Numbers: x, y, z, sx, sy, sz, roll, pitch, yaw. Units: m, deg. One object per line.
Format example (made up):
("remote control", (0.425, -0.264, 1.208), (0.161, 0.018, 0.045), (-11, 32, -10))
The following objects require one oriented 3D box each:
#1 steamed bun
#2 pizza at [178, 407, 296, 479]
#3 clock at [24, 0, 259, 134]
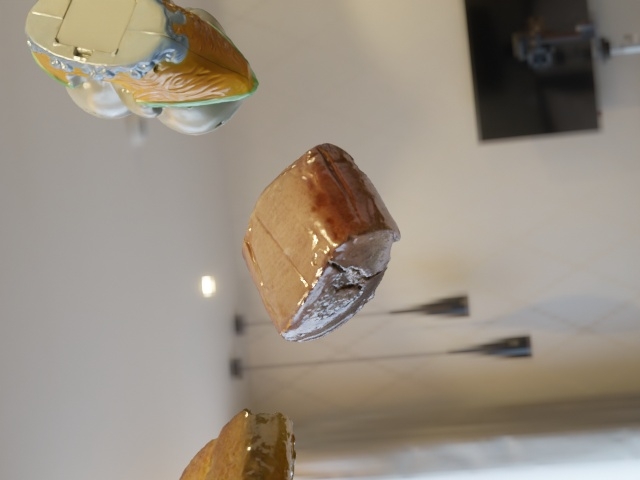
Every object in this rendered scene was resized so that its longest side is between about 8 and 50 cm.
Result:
("steamed bun", (0.000, 0.000, 1.421), (0.175, 0.106, 0.145), (-57, 47, 38))
("pizza", (-0.077, 0.227, 1.038), (0.062, 0.161, 0.182), (27, -131, -31))
("clock", (-0.154, -0.155, 1.252), (0.144, 0.231, 0.103), (40, -111, -60))
